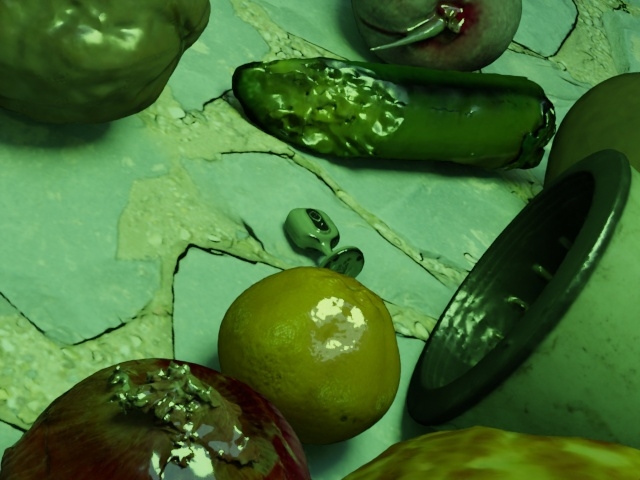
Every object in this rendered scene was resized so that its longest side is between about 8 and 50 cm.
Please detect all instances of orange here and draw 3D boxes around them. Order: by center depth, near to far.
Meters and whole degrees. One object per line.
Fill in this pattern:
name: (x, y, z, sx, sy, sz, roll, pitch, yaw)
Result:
orange: (-0.005, 0.091, 0.991, 0.159, 0.136, 0.159, 30, 17, -10)

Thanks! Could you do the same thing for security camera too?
security camera: (0.000, 0.000, 1.174, 0.058, 0.058, 0.092, -4, 43, -37)

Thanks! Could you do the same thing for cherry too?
cherry: (0.140, -0.301, 1.474, 0.213, 0.183, 0.266, 23, 43, -21)

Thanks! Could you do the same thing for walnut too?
walnut: (-0.240, -0.236, 1.108, 0.273, 0.273, 0.227, 37, 3, 4)

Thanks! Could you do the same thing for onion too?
onion: (-0.103, 0.159, 0.841, 0.230, 0.163, 0.230, 18, 29, -10)

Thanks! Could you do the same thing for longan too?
longan: (0.382, -0.061, 1.324, 0.243, 0.300, 0.300, 34, 29, -46)

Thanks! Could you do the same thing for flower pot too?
flower pot: (0.287, 0.129, 1.061, 0.330, 0.293, 0.293, 37, 38, -8)

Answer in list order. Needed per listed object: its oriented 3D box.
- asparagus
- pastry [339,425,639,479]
asparagus: (0.090, -0.142, 1.339, 0.382, 0.108, 0.128, 1, 50, -31)
pastry: (0.124, 0.273, 0.702, 0.389, 0.312, 0.388, 4, 24, -2)
